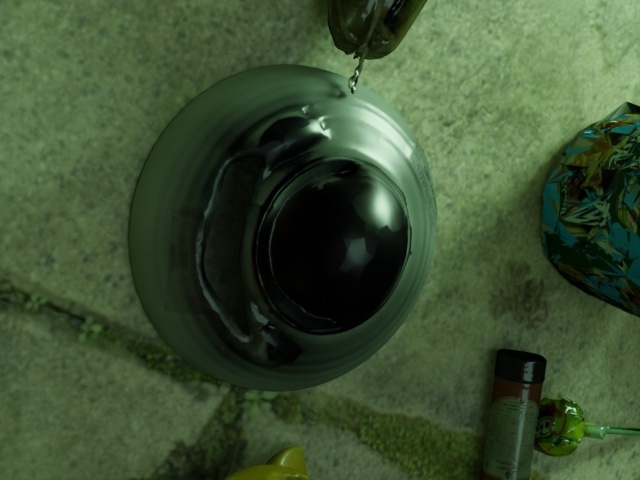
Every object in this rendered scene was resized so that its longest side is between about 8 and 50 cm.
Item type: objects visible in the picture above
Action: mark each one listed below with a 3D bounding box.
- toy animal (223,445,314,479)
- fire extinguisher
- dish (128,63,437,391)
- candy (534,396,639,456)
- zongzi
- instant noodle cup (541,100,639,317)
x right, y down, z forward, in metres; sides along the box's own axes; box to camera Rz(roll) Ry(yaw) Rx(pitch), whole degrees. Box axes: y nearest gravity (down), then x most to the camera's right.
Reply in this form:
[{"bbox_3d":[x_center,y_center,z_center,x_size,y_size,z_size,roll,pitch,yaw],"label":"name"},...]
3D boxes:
[{"bbox_3d":[-0.035,0.295,0.881,0.156,0.156,0.229,-18,98,-27],"label":"toy animal"},{"bbox_3d":[0.179,0.195,1.032,0.062,0.050,0.177,9,96,10],"label":"fire extinguisher"},{"bbox_3d":[0.000,0.000,0.838,0.273,0.134,0.273,-6,102,-29],"label":"dish"},{"bbox_3d":[0.283,0.194,1.099,0.194,0.058,0.062,10,135,-40],"label":"candy"},{"bbox_3d":[0.012,-0.238,0.843,0.178,0.081,0.189,34,92,-13],"label":"zongzi"},{"bbox_3d":[0.331,-0.022,1.000,0.240,0.178,0.240,-6,103,-30],"label":"instant noodle cup"}]
